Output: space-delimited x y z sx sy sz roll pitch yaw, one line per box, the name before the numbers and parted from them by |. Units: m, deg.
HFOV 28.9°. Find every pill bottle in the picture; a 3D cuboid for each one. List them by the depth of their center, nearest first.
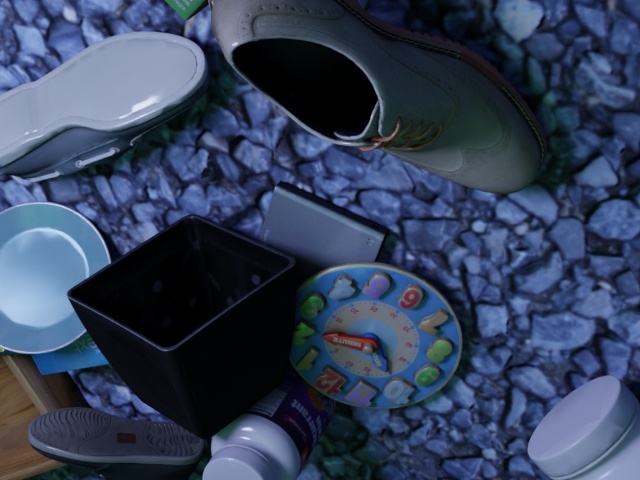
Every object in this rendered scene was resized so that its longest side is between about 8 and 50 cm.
pill bottle | 0.371 0.299 1.307 0.323 0.181 0.181 48 124 -7
pill bottle | -0.061 0.228 1.440 0.108 0.193 0.108 10 121 17

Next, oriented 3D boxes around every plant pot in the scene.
plant pot | -0.138 0.106 1.390 0.188 0.187 0.167 22 136 42

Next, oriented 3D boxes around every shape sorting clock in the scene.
shape sorting clock | 0.057 0.112 1.402 0.206 0.040 0.206 6 127 8

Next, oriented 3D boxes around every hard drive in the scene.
hard drive | 0.000 0.000 1.394 0.135 0.022 0.094 25 124 9

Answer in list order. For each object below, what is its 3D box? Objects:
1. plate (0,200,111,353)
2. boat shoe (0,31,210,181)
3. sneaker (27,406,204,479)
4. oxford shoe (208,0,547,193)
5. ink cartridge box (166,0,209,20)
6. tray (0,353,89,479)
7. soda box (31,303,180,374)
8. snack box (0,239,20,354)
plate | -0.344 0.046 1.506 0.188 0.024 0.188 -1 79 3
boat shoe | -0.250 -0.142 1.396 0.319 0.116 0.099 -17 153 22
sneaker | -0.268 0.289 1.593 0.222 0.083 0.118 10 128 -12
oxford shoe | 0.058 -0.122 1.161 0.397 0.146 0.140 25 131 -26
ink cartridge box | -0.064 -0.322 1.165 0.087 0.153 0.208 46 125 -7
tray | -0.512 0.251 1.716 0.411 0.076 0.203 -22 107 30
soda box | -0.264 0.108 1.536 0.210 0.067 0.071 -11 112 28
snack box | -0.418 0.072 1.551 0.100 0.037 0.141 -3 76 23
